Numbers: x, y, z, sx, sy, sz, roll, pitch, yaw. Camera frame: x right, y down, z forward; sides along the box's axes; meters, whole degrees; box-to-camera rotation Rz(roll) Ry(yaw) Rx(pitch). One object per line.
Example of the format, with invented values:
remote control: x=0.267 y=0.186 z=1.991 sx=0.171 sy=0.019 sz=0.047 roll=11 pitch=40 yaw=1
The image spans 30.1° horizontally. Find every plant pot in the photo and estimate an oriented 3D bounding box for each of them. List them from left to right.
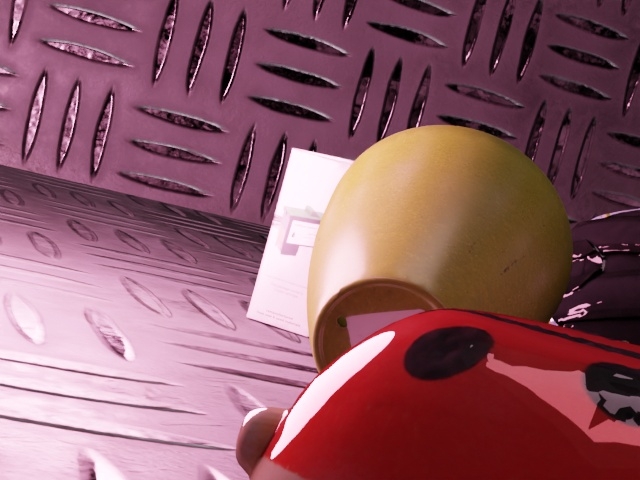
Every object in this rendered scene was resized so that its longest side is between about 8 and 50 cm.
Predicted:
plant pot: x=0.096 y=0.050 z=1.158 sx=0.275 sy=0.274 sz=0.293 roll=16 pitch=20 yaw=11

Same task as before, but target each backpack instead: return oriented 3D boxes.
backpack: x=0.430 y=0.088 z=1.360 sx=0.356 sy=0.290 sz=0.273 roll=9 pitch=-34 yaw=15

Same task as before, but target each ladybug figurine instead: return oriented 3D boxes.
ladybug figurine: x=0.177 y=0.146 z=0.642 sx=0.449 sy=0.161 sz=0.305 roll=15 pitch=5 yaw=0

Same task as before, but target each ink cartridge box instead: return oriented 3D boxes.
ink cartridge box: x=0.000 y=0.000 z=1.491 sx=0.093 sy=0.219 sz=0.160 roll=16 pitch=4 yaw=16

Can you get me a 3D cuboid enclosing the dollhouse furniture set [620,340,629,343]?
dollhouse furniture set: x=0.366 y=0.136 z=1.159 sx=0.242 sy=0.212 sz=0.161 roll=-12 pitch=-9 yaw=27
